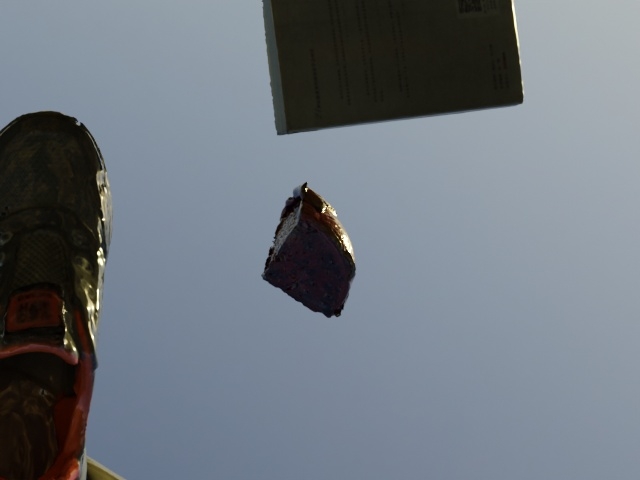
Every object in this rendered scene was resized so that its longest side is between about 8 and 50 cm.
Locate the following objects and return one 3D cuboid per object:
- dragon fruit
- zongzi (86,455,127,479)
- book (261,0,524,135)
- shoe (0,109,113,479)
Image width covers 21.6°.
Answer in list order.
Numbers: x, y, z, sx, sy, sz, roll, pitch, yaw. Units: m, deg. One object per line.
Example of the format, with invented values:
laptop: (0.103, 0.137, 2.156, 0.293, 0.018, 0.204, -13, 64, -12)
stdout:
dragon fruit: (0.001, -0.001, 2.150, 0.127, 0.120, 0.161, 30, -148, -14)
zongzi: (-0.386, 0.315, 1.729, 0.393, 0.356, 0.174, 41, -165, -23)
book: (0.077, -0.228, 1.744, 0.282, 0.215, 0.025, -6, -178, -22)
shoe: (-0.222, 0.056, 1.271, 0.132, 0.336, 0.171, 5, 171, -12)
